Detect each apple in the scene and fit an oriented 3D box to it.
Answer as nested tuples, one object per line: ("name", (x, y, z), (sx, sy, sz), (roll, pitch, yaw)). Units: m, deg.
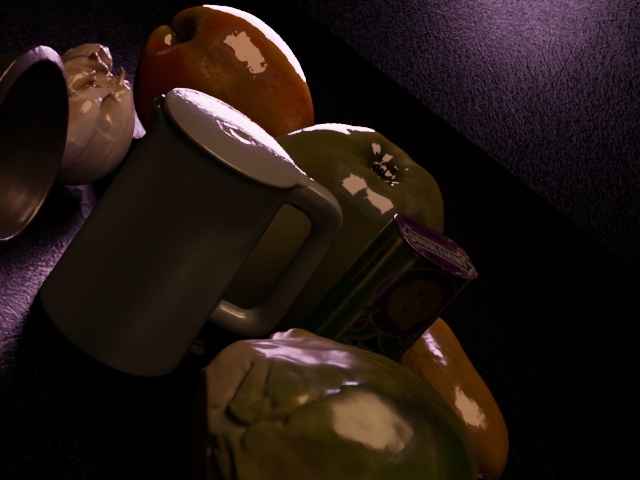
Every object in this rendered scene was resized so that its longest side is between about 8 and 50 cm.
("apple", (0.000, 0.000, 1.879), (0.357, 0.357, 0.357), (31, 21, -13))

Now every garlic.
("garlic", (-0.356, -0.185, 1.898), (0.185, 0.203, 0.281), (52, 14, -11))

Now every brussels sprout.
("brussels sprout", (0.012, 0.256, 1.437), (0.344, 0.268, 0.344), (18, 16, -5))

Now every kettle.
("kettle", (-0.165, 0.009, 1.598), (0.265, 0.318, 0.205), (40, 19, 14))

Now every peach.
("peach", (-0.161, -0.241, 2.214), (0.332, 0.308, 0.308), (43, 15, -28))

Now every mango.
("mango", (0.184, 0.242, 1.856), (0.332, 0.142, 0.195), (-99, 168, -64))

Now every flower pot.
("flower pot", (-0.446, -0.134, 1.632), (0.166, 0.269, 0.269), (15, 17, 12))

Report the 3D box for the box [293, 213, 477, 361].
("box", (0.037, 0.128, 1.616), (0.134, 0.345, 0.097), (25, 28, -36))
